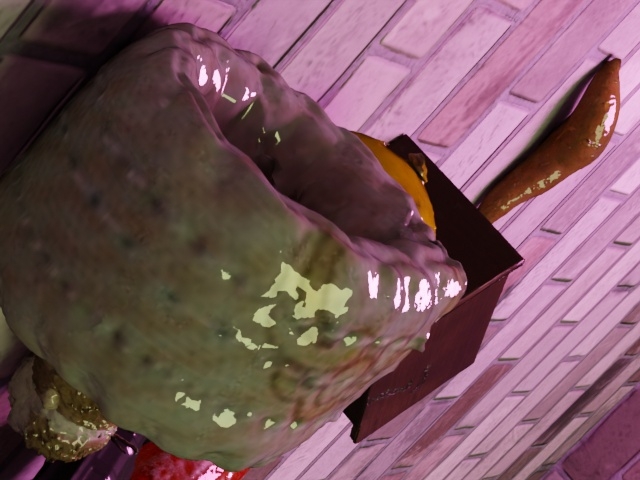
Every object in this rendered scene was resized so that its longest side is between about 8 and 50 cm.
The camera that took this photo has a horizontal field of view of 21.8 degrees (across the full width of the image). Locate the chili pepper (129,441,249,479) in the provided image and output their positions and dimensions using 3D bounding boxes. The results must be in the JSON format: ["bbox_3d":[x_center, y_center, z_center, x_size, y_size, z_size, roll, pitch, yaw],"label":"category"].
[{"bbox_3d":[-0.135,0.241,1.704,0.252,0.136,0.144,-34,133,-37],"label":"chili pepper"}]

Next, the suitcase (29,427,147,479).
[{"bbox_3d":[-0.234,0.264,1.424,0.285,0.066,0.206,-61,176,-69],"label":"suitcase"}]

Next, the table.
[{"bbox_3d":[0.058,0.046,1.552,0.172,0.169,0.193,-31,156,-24],"label":"table"}]

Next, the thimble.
[{"bbox_3d":[-0.064,0.008,1.102,0.195,0.291,0.291,-46,159,16],"label":"thimble"}]

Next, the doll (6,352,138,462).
[{"bbox_3d":[-0.181,0.085,1.313,0.115,0.105,0.221,12,130,-10],"label":"doll"}]

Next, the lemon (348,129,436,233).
[{"bbox_3d":[0.000,0.000,1.360,0.206,0.173,0.173,-36,163,27],"label":"lemon"}]

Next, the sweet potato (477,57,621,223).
[{"bbox_3d":[0.252,-0.088,1.781,0.069,0.059,0.249,19,123,-44],"label":"sweet potato"}]
